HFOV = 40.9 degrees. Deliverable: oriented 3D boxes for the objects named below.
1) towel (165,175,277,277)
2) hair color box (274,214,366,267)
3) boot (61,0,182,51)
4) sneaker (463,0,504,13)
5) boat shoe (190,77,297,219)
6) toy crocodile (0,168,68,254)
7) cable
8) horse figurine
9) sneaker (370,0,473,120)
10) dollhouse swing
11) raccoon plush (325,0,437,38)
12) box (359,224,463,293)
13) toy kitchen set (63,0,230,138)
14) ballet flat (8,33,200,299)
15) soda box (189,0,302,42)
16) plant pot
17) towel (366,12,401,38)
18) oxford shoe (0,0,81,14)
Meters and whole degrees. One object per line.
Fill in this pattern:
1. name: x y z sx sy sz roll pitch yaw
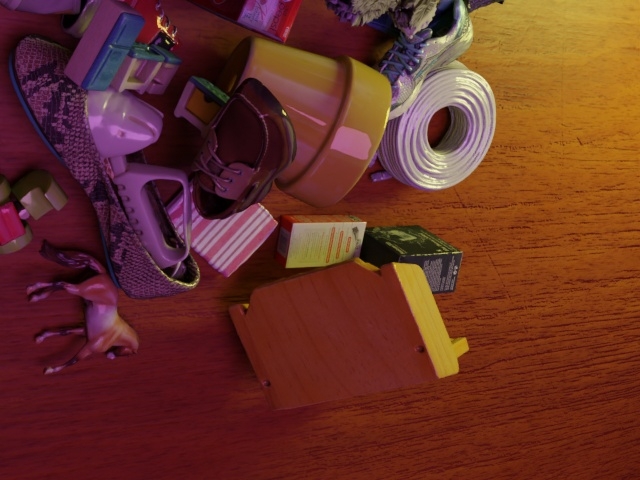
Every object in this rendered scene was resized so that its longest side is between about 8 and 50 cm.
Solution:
1. towel: -0.182 -0.038 1.547 0.144 0.029 0.197 -47 126 -5
2. hair color box: 0.000 0.000 1.662 0.167 0.053 0.093 -1 111 -31
3. boot: -0.258 -0.384 1.300 0.176 0.088 0.244 24 102 -42
4. sneaker: 0.345 -0.497 1.646 0.170 0.051 0.089 -19 121 -18
5. boat shoe: -0.124 -0.112 1.265 0.120 0.122 0.324 -40 170 -24
6. toy crocodile: -0.544 -0.006 1.282 0.340 0.105 0.115 -26 124 -19
7. cable: 0.226 -0.224 1.674 0.257 0.089 0.257 -3 113 -31
8. horse figurine: -0.401 0.119 1.458 0.174 0.066 0.263 -13 121 -20
9. sneaker: 0.154 -0.334 1.536 0.283 0.110 0.122 -46 158 -7
10. dollhouse swing: 0.080 0.157 1.660 0.305 0.347 0.315 -41 111 -60
11. raccoon plush: 0.004 -0.459 1.298 0.216 0.299 0.446 -48 165 -6
12. box: 0.172 0.039 1.722 0.158 0.156 0.093 -4 113 -31
13. toy kitchen set: -0.219 -0.236 1.220 0.122 0.166 0.207 -55 167 18
14. ballet flat: -0.298 -0.107 1.339 0.164 0.182 0.483 -69 149 -50
15. soda box: -0.125 -0.371 1.270 0.083 0.263 0.092 17 104 -35
16. plant pot: -0.049 -0.213 1.425 0.239 0.254 0.254 25 98 -21
17. towel: 0.118 -0.413 1.553 0.119 0.029 0.067 14 103 -36
18. oxford shoe: -0.304 -0.504 1.161 0.130 0.169 0.449 19 108 -34
